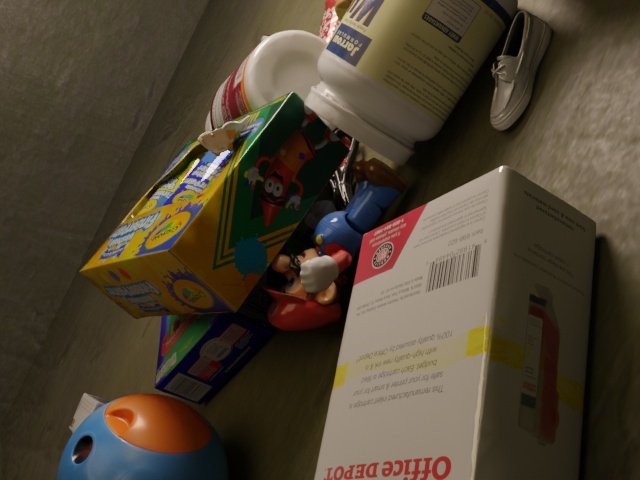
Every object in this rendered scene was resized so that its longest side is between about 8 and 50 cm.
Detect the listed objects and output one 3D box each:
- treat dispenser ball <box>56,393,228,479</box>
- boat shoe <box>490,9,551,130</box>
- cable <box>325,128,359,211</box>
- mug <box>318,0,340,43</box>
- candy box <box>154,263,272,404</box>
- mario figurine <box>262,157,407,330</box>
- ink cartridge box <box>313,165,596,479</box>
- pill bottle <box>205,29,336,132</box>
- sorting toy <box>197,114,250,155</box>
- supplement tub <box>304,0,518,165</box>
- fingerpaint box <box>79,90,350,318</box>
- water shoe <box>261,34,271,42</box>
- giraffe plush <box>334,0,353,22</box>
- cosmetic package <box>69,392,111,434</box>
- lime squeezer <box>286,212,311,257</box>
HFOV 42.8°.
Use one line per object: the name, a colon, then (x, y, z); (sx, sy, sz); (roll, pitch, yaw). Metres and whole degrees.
treat dispenser ball: (-0.303, 0.409, 1.401); (0.288, 0.288, 0.288); (-43, 32, 35)
boat shoe: (0.285, -0.255, 1.209); (0.184, 0.063, 0.066); (-65, 26, -5)
cable: (0.047, -0.108, 1.551); (0.139, 0.072, 0.287); (-39, 45, 19)
mug: (0.049, -0.425, 1.798); (0.113, 0.150, 0.169); (11, 76, 26)
candy box: (-0.222, 0.133, 1.708); (0.268, 0.122, 0.317); (-46, 28, 29)
mario figurine: (0.000, 0.000, 1.352); (0.170, 0.198, 0.321); (29, 84, 23)
ink cartridge box: (0.153, 0.150, 0.953); (0.279, 0.160, 0.385); (-26, 44, 52)
pill bottle: (-0.110, -0.280, 1.759); (0.392, 0.224, 0.224); (-19, 49, 66)
sorting toy: (-0.153, -0.185, 1.382); (0.083, 0.045, 0.075); (-10, 32, 52)
supplement tub: (0.141, -0.310, 1.331); (0.325, 0.235, 0.235); (-57, 26, 10)
fingerpaint box: (-0.211, -0.050, 1.506); (0.444, 0.163, 0.371); (-10, 40, 56)
water shoe: (-0.106, -0.504, 2.192); (0.203, 0.072, 0.080); (-137, 49, -63)
giraffe plush: (0.128, -0.443, 1.613); (0.210, 0.181, 0.171); (94, -171, -45)
cosmetic package: (-0.363, 0.379, 1.607); (0.117, 0.231, 0.086); (0, 65, 61)
lime squeezer: (-0.035, -0.024, 1.545); (0.110, 0.058, 0.311); (114, 153, -56)
